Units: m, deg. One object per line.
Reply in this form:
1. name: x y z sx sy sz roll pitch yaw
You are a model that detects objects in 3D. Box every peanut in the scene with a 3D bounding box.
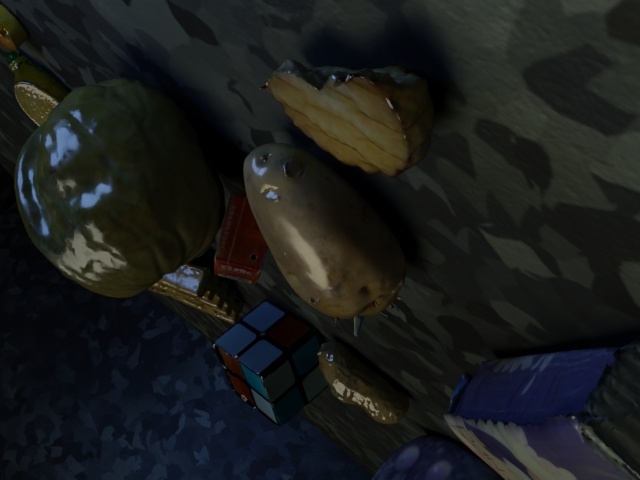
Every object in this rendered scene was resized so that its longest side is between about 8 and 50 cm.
1. peanut: 0.080 0.285 1.439 0.214 0.099 0.099 32 162 10

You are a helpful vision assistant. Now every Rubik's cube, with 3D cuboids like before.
1. Rubik's cube: -0.103 0.267 1.581 0.180 0.167 0.183 24 143 43

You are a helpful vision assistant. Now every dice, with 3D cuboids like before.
1. dice: 0.258 0.588 1.485 0.270 0.270 0.271 45 163 -17

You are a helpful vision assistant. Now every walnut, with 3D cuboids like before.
1. walnut: -0.271 -0.067 0.988 0.277 0.253 0.282 62 175 7

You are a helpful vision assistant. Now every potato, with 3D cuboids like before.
1. potato: 0.003 0.000 0.800 0.161 0.128 0.234 20 148 41

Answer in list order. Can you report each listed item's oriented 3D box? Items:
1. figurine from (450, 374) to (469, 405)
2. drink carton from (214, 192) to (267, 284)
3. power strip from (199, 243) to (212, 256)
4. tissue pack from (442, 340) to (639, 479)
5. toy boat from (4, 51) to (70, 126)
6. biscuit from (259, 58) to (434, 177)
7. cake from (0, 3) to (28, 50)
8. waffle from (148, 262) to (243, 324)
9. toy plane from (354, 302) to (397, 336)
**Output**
1. figurine: 0.228 0.245 1.049 0.114 0.079 0.114 166 90 -87
2. drink carton: -0.111 0.003 1.053 0.071 0.096 0.223 15 171 -5
3. power strip: -0.316 -0.038 1.527 0.253 0.054 0.167 21 154 47
4. tissue pack: 0.289 0.225 0.745 0.242 0.125 0.343 40 163 1
5. toy boat: -0.505 -0.262 1.354 0.229 0.089 0.088 45 -158 -17
6. biscuit: 0.031 -0.108 0.582 0.118 0.061 0.183 49 164 -31
7. cake: -0.531 -0.356 1.204 0.084 0.044 0.084 39 164 13
8. waffle: -0.359 0.092 1.750 0.304 0.077 0.348 18 166 17
9. toy plane: 0.013 0.041 1.004 0.226 0.058 0.226 17 148 56
